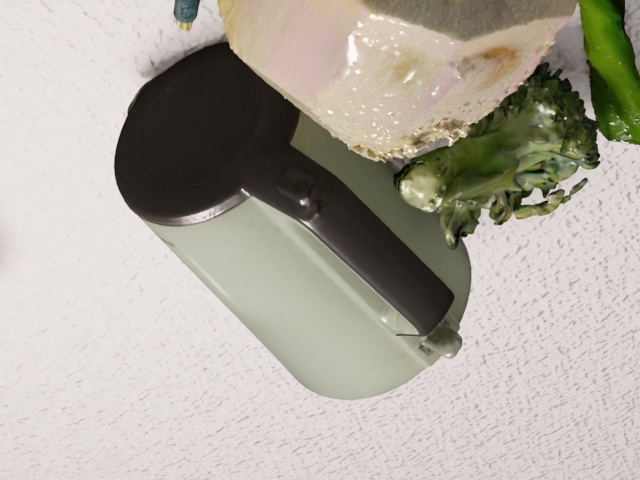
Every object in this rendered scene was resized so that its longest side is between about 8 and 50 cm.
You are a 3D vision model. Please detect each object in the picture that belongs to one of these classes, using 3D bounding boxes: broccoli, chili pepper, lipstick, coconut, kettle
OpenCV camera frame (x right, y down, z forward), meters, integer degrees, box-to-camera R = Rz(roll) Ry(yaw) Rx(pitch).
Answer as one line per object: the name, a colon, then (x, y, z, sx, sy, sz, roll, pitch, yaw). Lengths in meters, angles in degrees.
broccoli: (0.149, -0.075, 1.922, 0.275, 0.177, 0.198, -33, 170, -36)
chili pepper: (0.275, -0.214, 1.873, 0.085, 0.076, 0.359, 21, 159, 35)
lipstick: (-0.132, -0.244, 1.845, 0.037, 0.037, 0.116, 5, 151, -9)
coconut: (0.083, -0.240, 1.623, 0.297, 0.297, 0.309, 12, 149, -19)
kettle: (0.000, 0.000, 1.962, 0.250, 0.361, 0.376, -48, 135, -4)
